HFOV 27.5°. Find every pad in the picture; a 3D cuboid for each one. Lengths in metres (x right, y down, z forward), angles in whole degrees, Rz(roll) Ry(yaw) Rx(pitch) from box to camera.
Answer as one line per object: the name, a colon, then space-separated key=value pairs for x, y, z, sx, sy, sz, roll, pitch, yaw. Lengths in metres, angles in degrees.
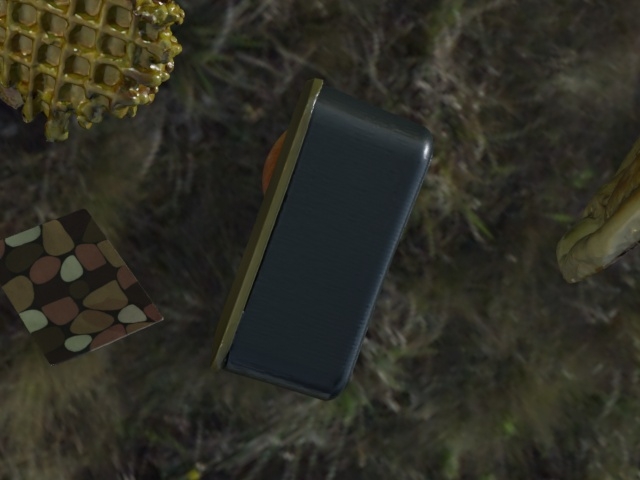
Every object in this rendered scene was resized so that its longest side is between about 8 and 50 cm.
pad: x=-0.327 y=0.056 z=1.700 sx=0.158 sy=0.235 sz=0.003 roll=-23 pitch=142 yaw=-23

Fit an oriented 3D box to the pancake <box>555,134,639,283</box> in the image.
pancake: x=0.406 y=-0.101 z=1.491 sx=0.082 sy=0.387 sz=0.387 roll=43 pitch=97 yaw=1

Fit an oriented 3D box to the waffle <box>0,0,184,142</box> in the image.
waffle: x=-0.201 y=-0.190 z=1.081 sx=0.197 sy=0.070 sz=0.193 roll=-35 pitch=98 yaw=33

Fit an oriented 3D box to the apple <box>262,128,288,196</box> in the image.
apple: x=0.008 y=-0.082 z=1.885 sx=0.188 sy=0.188 sz=0.174 roll=-39 pitch=141 yaw=0

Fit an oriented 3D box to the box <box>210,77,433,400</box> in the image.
box: x=0.000 y=0.000 z=0.879 sx=0.090 sy=0.144 sz=0.201 roll=20 pitch=93 yaw=-5

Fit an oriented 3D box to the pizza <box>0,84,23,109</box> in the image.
pizza: x=-0.305 y=-0.211 z=1.409 sx=0.134 sy=0.046 sz=0.175 roll=16 pitch=138 yaw=-11
